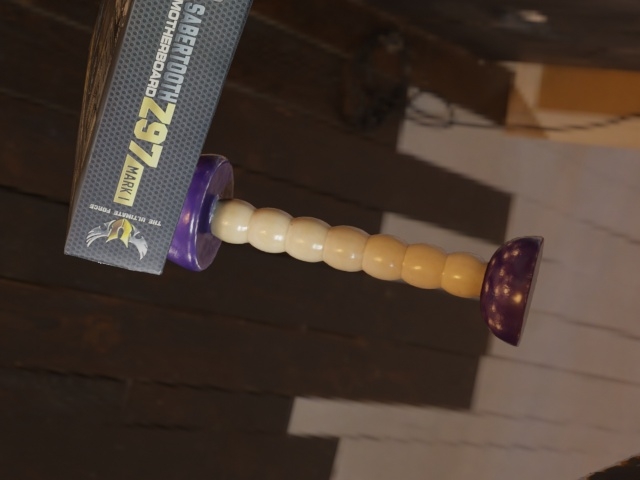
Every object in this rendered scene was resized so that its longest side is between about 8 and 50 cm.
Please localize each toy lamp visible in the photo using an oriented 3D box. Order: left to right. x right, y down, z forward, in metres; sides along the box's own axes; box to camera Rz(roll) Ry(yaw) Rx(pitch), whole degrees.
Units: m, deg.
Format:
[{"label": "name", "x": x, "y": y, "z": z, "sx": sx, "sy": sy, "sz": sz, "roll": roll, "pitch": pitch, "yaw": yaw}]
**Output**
[{"label": "toy lamp", "x": 0.000, "y": 0.000, "z": 0.982, "sx": 0.080, "sy": 0.274, "sz": 0.080, "roll": 14, "pitch": 90, "yaw": -80}]

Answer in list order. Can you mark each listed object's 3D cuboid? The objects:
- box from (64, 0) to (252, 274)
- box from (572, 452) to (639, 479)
[{"label": "box", "x": -0.087, "y": -0.122, "z": 0.846, "sx": 0.233, "sy": 0.059, "sz": 0.183, "roll": -96, "pitch": -156, "yaw": -56}, {"label": "box", "x": 0.145, "y": 0.153, "z": 0.464, "sx": 0.247, "sy": 0.163, "sz": 0.142, "roll": 7, "pitch": 100, "yaw": -67}]
